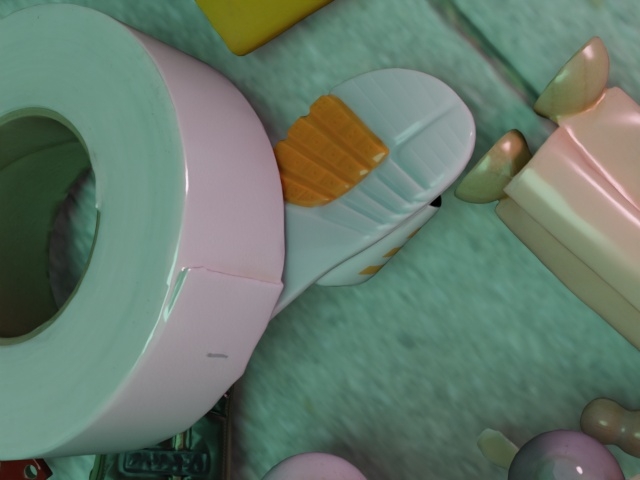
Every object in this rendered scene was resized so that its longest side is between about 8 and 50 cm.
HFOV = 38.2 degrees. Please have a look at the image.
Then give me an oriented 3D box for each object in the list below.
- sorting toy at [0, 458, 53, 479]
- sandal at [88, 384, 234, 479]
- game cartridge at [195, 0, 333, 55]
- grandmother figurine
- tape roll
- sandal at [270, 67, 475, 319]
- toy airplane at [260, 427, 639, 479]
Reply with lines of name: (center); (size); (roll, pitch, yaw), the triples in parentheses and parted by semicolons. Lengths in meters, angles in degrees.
sorting toy: (-0.322, 0.201, 0.771); (0.274, 0.046, 0.132); (-41, 84, 21)
sandal: (-0.119, 0.176, 0.678); (0.120, 0.086, 0.303); (13, 86, -7)
game cartridge: (0.004, -0.296, 0.505); (0.323, 0.053, 0.285); (-27, 116, 22)
grandmother figurine: (0.234, 0.054, 0.522); (0.342, 0.104, 0.208); (44, 119, 11)
tape roll: (-0.163, -0.002, 0.602); (0.286, 0.100, 0.286); (-7, 77, 31)
sandal: (-0.005, -0.008, 0.609); (0.265, 0.076, 0.102); (-39, 63, 22)
toy airplane: (0.001, 0.227, 0.512); (0.386, 0.272, 0.384); (5, 128, -20)
